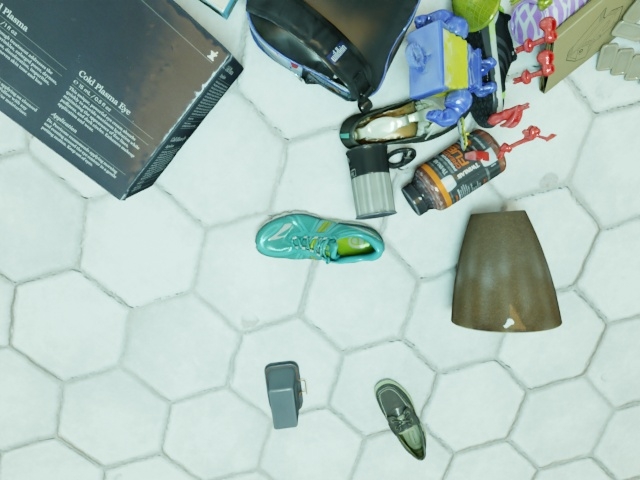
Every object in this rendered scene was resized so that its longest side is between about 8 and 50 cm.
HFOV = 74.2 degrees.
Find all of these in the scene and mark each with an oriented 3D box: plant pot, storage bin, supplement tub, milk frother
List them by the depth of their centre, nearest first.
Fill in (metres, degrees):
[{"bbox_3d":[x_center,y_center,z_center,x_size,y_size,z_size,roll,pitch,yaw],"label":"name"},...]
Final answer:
[{"bbox_3d":[0.130,-0.116,0.840,0.143,0.129,0.135,-8,87,5],"label":"milk frother"},{"bbox_3d":[0.266,-0.132,0.864,0.197,0.106,0.106,-34,105,5],"label":"supplement tub"},{"bbox_3d":[0.380,0.055,0.890,0.215,0.215,0.231,-3,91,-3],"label":"plant pot"},{"bbox_3d":[-0.079,0.366,0.987,0.098,0.091,0.135,-6,107,-2],"label":"storage bin"}]

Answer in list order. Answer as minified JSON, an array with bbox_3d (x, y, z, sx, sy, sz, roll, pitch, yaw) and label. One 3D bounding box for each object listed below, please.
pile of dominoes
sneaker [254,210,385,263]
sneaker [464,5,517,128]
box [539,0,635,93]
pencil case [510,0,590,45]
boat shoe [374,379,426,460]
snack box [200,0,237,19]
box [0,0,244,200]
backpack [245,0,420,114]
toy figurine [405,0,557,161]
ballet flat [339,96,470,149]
[{"bbox_3d":[0.680,-0.388,0.807,0.251,0.040,0.196,15,149,-2],"label":"pile of dominoes"},{"bbox_3d":[0.000,0.000,0.880,0.275,0.110,0.107,1,106,-4],"label":"sneaker"},{"bbox_3d":[0.341,-0.337,0.812,0.097,0.084,0.235,-7,94,-14],"label":"sneaker"},{"bbox_3d":[0.506,-0.392,0.794,0.201,0.164,0.021,-40,63,7],"label":"box"},{"bbox_3d":[0.451,-0.433,0.783,0.206,0.086,0.088,-28,133,-13],"label":"pencil case"},{"bbox_3d":[0.206,0.442,1.036,0.080,0.073,0.224,-28,106,4],"label":"boat shoe"},{"bbox_3d":[-0.258,-0.567,0.729,0.321,0.060,0.187,32,101,-12],"label":"snack box"},{"bbox_3d":[-0.367,-0.305,0.733,0.343,0.179,0.312,40,100,-13],"label":"box"},{"bbox_3d":[0.009,-0.395,0.720,0.263,0.213,0.277,22,97,-18],"label":"backpack"},{"bbox_3d":[0.230,-0.317,0.681,0.217,0.191,0.363,-4,94,-32],"label":"toy figurine"},{"bbox_3d":[0.177,-0.232,0.834,0.280,0.096,0.095,-18,105,1],"label":"ballet flat"}]
